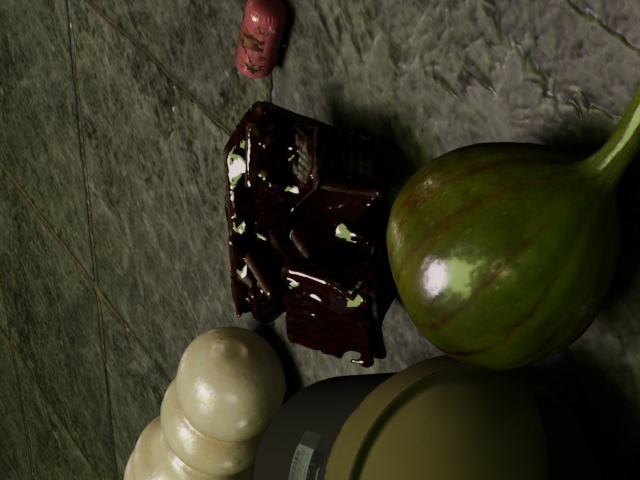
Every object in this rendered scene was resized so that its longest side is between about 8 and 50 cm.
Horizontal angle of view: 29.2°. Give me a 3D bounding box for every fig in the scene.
[{"bbox_3d":[0.155,-0.025,0.767,0.259,0.151,0.151,-40,69,33],"label":"fig"}]

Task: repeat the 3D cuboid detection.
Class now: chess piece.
[{"bbox_3d":[-0.123,0.216,1.383,0.167,0.167,0.300,56,146,26],"label":"chess piece"}]

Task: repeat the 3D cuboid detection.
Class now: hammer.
[{"bbox_3d":[-0.052,-0.181,1.095,0.043,0.043,0.083,55,148,27],"label":"hammer"}]

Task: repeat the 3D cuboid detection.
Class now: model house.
[{"bbox_3d":[-0.010,-0.003,1.019,0.164,0.141,0.203,-116,14,-60],"label":"model house"}]

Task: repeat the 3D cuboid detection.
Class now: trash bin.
[{"bbox_3d":[0.083,0.193,0.913,0.334,0.214,0.214,-19,91,69],"label":"trash bin"}]
